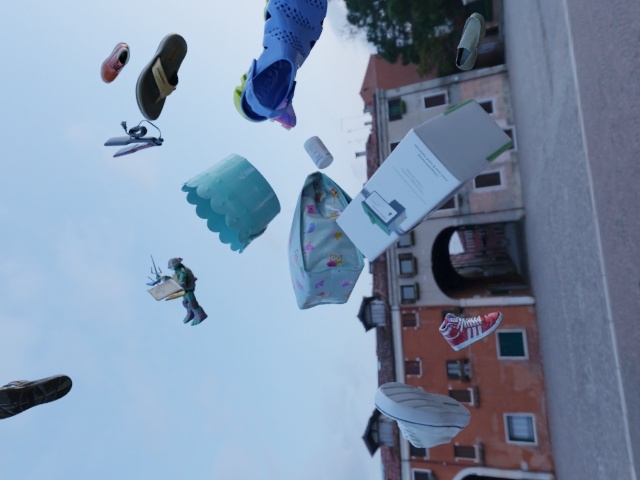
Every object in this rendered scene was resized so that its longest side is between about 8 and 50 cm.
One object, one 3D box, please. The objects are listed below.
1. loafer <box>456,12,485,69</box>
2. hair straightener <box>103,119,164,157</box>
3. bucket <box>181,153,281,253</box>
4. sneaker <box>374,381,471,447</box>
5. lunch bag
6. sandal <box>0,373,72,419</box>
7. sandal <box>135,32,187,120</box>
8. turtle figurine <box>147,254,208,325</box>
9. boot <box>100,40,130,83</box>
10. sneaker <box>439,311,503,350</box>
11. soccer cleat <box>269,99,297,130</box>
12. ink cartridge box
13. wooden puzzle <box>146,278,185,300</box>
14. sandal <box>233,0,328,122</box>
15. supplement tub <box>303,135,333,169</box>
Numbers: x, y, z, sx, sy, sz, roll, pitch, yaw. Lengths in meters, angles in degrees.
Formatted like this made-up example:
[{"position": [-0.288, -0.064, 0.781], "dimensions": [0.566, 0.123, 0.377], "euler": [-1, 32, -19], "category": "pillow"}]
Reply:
[{"position": [0.411, -0.542, 1.188], "dimensions": [0.050, 0.056, 0.148], "euler": [-31, -44, -35], "category": "loafer"}, {"position": [-0.512, -0.279, 1.169], "dimensions": [0.047, 0.230, 0.089], "euler": [-60, -43, -35], "category": "hair straightener"}, {"position": [-0.268, -0.117, 1.331], "dimensions": [0.183, 0.281, 0.281], "euler": [-42, -48, -20], "category": "bucket"}, {"position": [0.181, 0.324, 0.772], "dimensions": [0.258, 0.094, 0.091], "euler": [27, -88, -36], "category": "sneaker"}, {"position": [0.000, 0.000, 1.015], "dimensions": [0.223, 0.160, 0.262], "euler": [103, 160, -59], "category": "lunch bag"}, {"position": [-0.740, 0.374, 1.065], "dimensions": [0.219, 0.060, 0.090], "euler": [-12, -62, -39], "category": "sandal"}, {"position": [-0.298, -0.316, 0.831], "dimensions": [0.180, 0.049, 0.072], "euler": [-67, -25, -8], "category": "sandal"}, {"position": [-0.424, 0.138, 1.292], "dimensions": [0.234, 0.118, 0.175], "euler": [66, 164, -13], "category": "turtle figurine"}, {"position": [-0.711, -0.608, 1.497], "dimensions": [0.059, 0.158, 0.085], "euler": [22, -159, -45], "category": "boot"}, {"position": [0.287, 0.160, 0.837], "dimensions": [0.067, 0.118, 0.042], "euler": [46, -157, -4], "category": "sneaker"}, {"position": [-0.105, -0.350, 1.064], "dimensions": [0.083, 0.095, 0.248], "euler": [21, -158, -30], "category": "soccer cleat"}, {"position": [0.142, -0.082, 0.631], "dimensions": [0.160, 0.219, 0.093], "euler": [-33, -101, -36], "category": "ink cartridge box"}, {"position": [-0.391, 0.126, 1.088], "dimensions": [0.078, 0.116, 0.014], "euler": [-20, -59, -29], "category": "wooden puzzle"}, {"position": [-0.069, -0.360, 0.833], "dimensions": [0.317, 0.126, 0.138], "euler": [-65, 25, 24], "category": "sandal"}, {"position": [-0.007, -0.318, 1.569], "dimensions": [0.107, 0.071, 0.071], "euler": [58, -164, 19], "category": "supplement tub"}]
